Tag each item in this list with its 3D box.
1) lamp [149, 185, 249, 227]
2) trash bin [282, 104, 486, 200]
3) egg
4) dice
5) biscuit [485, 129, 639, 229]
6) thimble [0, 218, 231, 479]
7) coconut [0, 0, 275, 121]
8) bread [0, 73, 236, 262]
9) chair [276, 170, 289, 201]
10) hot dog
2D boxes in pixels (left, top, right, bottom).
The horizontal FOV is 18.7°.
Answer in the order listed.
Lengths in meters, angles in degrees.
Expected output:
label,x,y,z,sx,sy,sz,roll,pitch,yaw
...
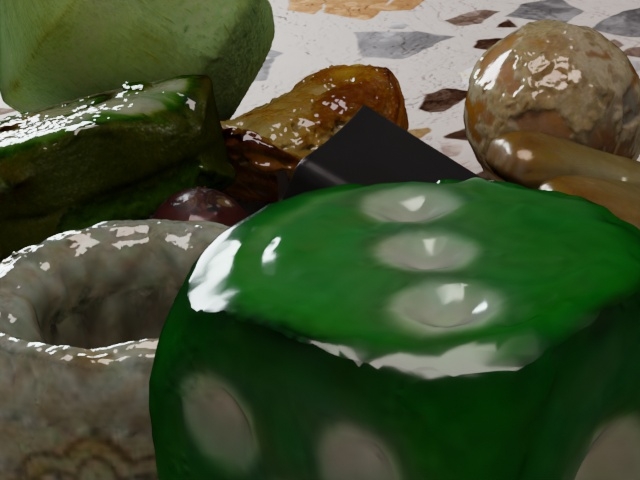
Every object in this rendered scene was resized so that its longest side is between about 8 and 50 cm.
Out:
label,x,y,z,sx,sy,sz,roll,pitch,yaw
lamp,-0.120,0.030,1.755,0.135,0.156,0.157,1,25,8
trash bin,0.089,-0.002,1.764,0.225,0.115,0.165,30,32,10
egg,0.245,-0.134,2.021,0.195,0.195,0.233,-3,1,5
dice,0.078,0.130,1.330,0.300,0.287,0.297,16,32,38
biscuit,0.310,-0.022,1.791,0.290,0.062,0.237,15,17,-16
thimble,-0.144,0.115,1.526,0.291,0.195,0.291,-3,22,1
coconut,-0.229,-0.243,2.186,0.328,0.328,0.281,13,66,36
bread,-0.279,-0.065,1.923,0.382,0.129,0.366,-17,10,0
chair,0.000,0.000,1.899,0.101,0.084,0.212,-6,23,6
hot dog,-0.015,-0.106,2.109,0.175,0.114,0.259,12,28,42
